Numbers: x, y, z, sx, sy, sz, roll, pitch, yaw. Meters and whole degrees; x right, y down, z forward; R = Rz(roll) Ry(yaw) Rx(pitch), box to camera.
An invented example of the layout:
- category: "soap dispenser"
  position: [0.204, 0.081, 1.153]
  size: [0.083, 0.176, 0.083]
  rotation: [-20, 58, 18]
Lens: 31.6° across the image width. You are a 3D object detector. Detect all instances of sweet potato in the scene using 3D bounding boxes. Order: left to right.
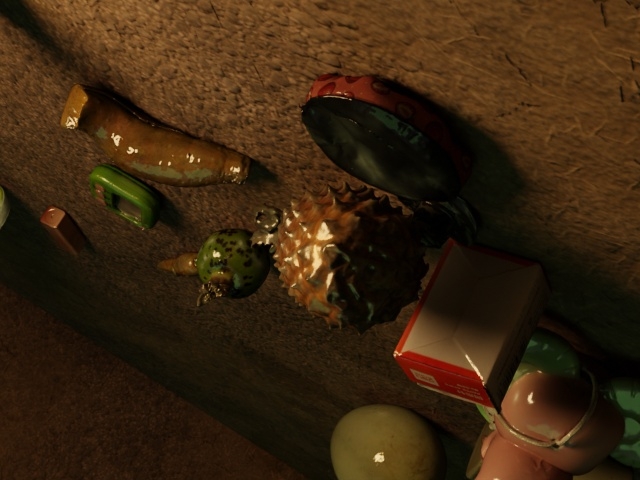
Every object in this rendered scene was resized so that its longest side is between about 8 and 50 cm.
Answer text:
- category: "sweet potato"
  position: [-0.230, -0.129, 1.563]
  size: [0.285, 0.085, 0.112]
  rotation: [26, 157, 10]

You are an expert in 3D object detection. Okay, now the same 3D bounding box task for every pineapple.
- category: "pineapple"
  position: [0.000, 0.000, 1.375]
  size: [0.175, 0.175, 0.361]
  rotation: [39, 175, -25]

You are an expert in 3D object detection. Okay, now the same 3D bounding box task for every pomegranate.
- category: "pomegranate"
  position: [-0.148, 0.049, 1.810]
  size: [0.122, 0.161, 0.122]
  rotation: [14, 131, 17]

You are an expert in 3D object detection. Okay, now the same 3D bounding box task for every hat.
- category: "hat"
  position: [0.133, -0.022, 1.361]
  size: [0.121, 0.050, 0.121]
  rotation: [28, 160, 11]

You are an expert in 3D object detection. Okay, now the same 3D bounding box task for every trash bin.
- category: "trash bin"
  position: [0.396, 0.404, 1.984]
  size: [0.247, 0.121, 0.243]
  rotation: [25, 161, 5]

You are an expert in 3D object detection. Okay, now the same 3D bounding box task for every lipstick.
- category: "lipstick"
  position: [-0.534, -0.021, 2.355]
  size: [0.045, 0.045, 0.145]
  rotation: [23, 162, 15]

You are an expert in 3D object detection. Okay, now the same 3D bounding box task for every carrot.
- category: "carrot"
  position: [-0.273, 0.047, 2.161]
  size: [0.049, 0.049, 0.254]
  rotation: [36, 165, -19]

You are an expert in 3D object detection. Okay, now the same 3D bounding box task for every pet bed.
- category: "pet bed"
  position: [0.067, -0.109, 1.230]
  size: [0.201, 0.053, 0.201]
  rotation: [25, 161, 9]

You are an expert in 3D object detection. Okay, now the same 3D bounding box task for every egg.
- category: "egg"
  position: [0.130, 0.442, 2.318]
  size: [0.218, 0.218, 0.295]
  rotation: [40, 170, -29]

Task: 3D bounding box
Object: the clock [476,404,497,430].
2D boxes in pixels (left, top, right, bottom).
- category: "clock"
  position: [0.334, 0.271, 1.750]
  size: [0.231, 0.103, 0.144]
  rotation: [22, 168, 25]

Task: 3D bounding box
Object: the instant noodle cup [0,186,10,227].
- category: "instant noodle cup"
  position: [-0.832, -0.108, 2.264]
  size: [0.294, 0.294, 0.308]
  rotation: [14, 149, 39]

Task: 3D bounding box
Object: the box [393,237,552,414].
- category: "box"
  position: [0.191, 0.106, 1.405]
  size: [0.133, 0.182, 0.099]
  rotation: [14, 157, 31]

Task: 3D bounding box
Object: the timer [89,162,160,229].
- category: "timer"
  position: [-0.328, -0.075, 1.910]
  size: [0.128, 0.047, 0.140]
  rotation: [31, 162, 1]

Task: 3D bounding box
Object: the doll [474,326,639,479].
- category: "doll"
  position: [0.324, 0.257, 1.545]
  size: [0.284, 0.216, 0.268]
  rotation: [26, 133, 4]
